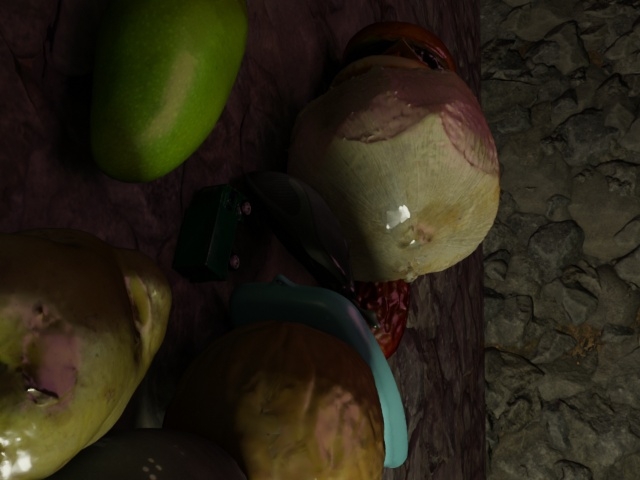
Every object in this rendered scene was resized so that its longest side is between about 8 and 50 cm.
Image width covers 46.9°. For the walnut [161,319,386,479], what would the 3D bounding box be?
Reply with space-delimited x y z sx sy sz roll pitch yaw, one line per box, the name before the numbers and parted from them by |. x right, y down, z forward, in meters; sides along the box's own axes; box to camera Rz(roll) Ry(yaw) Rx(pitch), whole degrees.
walnut | -0.056 0.269 0.954 0.333 0.332 0.333 -4 90 -67

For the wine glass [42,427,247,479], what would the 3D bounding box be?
wine glass | -0.204 0.303 0.687 0.323 0.238 0.238 6 81 -69

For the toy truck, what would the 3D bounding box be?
toy truck | -0.154 -0.011 1.064 0.079 0.065 0.147 48 44 -50

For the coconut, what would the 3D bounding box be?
coconut | 0.135 -0.102 1.332 0.404 0.404 0.405 -4 90 -67

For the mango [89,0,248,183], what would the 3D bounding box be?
mango | -0.190 -0.213 0.897 0.192 0.155 0.343 57 37 -47

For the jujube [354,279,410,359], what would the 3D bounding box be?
jujube | 0.095 0.133 1.492 0.174 0.174 0.251 55 42 -50

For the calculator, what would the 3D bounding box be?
calculator | -0.006 0.208 1.132 0.054 0.256 0.386 -52 133 -44

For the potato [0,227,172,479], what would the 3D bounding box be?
potato | -0.249 0.095 0.647 0.351 0.202 0.218 -15 112 -74

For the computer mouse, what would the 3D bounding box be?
computer mouse | 0.000 0.000 1.144 0.379 0.090 0.167 49 -8 38

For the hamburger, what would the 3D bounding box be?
hamburger | 0.152 -0.314 1.594 0.291 0.290 0.225 59 35 -46
